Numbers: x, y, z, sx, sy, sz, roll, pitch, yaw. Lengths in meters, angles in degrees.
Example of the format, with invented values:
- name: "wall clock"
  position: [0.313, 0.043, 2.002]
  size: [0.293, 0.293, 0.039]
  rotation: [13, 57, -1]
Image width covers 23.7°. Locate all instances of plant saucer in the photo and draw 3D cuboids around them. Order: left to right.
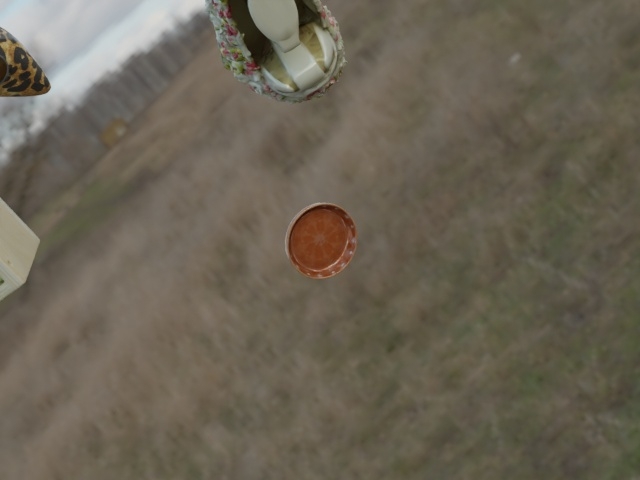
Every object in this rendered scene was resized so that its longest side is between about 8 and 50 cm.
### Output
- name: "plant saucer"
  position: [0.000, 0.000, 1.636]
  size: [0.083, 0.083, 0.013]
  rotation: [-45, 26, -11]

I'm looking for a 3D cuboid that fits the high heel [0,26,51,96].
- name: "high heel"
  position: [-0.384, -0.153, 1.617]
  size: [0.093, 0.261, 0.186]
  rotation: [-43, 49, 28]

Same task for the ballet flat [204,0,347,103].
- name: "ballet flat"
  position: [-0.033, -0.148, 1.062]
  size: [0.091, 0.077, 0.241]
  rotation: [-34, -32, 3]

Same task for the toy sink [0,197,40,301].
- name: "toy sink"
  position: [-0.472, 0.037, 1.784]
  size: [0.234, 0.153, 0.131]
  rotation: [-34, 22, 15]
